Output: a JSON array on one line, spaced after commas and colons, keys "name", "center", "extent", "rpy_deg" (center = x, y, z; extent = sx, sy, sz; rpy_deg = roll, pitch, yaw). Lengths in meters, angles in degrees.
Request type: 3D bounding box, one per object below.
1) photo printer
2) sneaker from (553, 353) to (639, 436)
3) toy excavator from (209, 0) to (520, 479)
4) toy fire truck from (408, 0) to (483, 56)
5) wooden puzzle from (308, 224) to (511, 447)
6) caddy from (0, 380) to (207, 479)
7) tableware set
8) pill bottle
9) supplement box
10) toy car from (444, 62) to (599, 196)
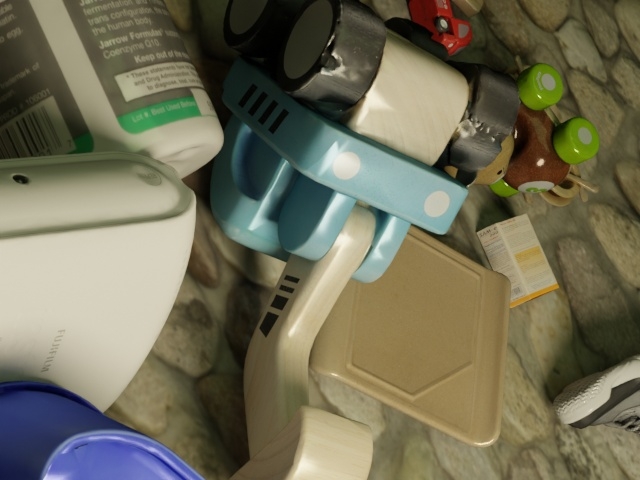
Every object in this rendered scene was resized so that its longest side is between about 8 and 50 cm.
[{"name": "photo printer", "center": [-0.245, 0.053, 1.125], "extent": [0.307, 0.256, 0.107], "rpy_deg": [-8, 45, -44]}, {"name": "sneaker", "center": [0.387, 0.211, 1.710], "extent": [0.268, 0.101, 0.153], "rpy_deg": [-13, 76, -47]}, {"name": "toy excavator", "center": [0.000, 0.000, 1.404], "extent": [0.222, 0.445, 0.433], "rpy_deg": [20, 13, -31]}, {"name": "toy fire truck", "center": [0.161, -0.314, 1.813], "extent": [0.135, 0.047, 0.192], "rpy_deg": [2, 69, -43]}, {"name": "wooden puzzle", "center": [0.096, 0.088, 1.562], "extent": [0.238, 0.044, 0.221], "rpy_deg": [26, 54, -25]}, {"name": "caddy", "center": [-0.188, 0.259, 1.101], "extent": [0.341, 0.179, 0.241], "rpy_deg": [48, 65, -34]}, {"name": "tableware set", "center": [0.286, -0.138, 1.842], "extent": [0.128, 0.039, 0.194], "rpy_deg": [-4, 72, -43]}, {"name": "pill bottle", "center": [-0.245, -0.205, 1.282], "extent": [0.204, 0.204, 0.361], "rpy_deg": [-20, 84, -45]}, {"name": "supplement box", "center": [0.232, 0.023, 1.714], "extent": [0.062, 0.036, 0.098], "rpy_deg": [-16, 81, -45]}, {"name": "toy car", "center": [0.194, -0.092, 1.666], "extent": [0.188, 0.155, 0.149], "rpy_deg": [-39, 97, -36]}]
